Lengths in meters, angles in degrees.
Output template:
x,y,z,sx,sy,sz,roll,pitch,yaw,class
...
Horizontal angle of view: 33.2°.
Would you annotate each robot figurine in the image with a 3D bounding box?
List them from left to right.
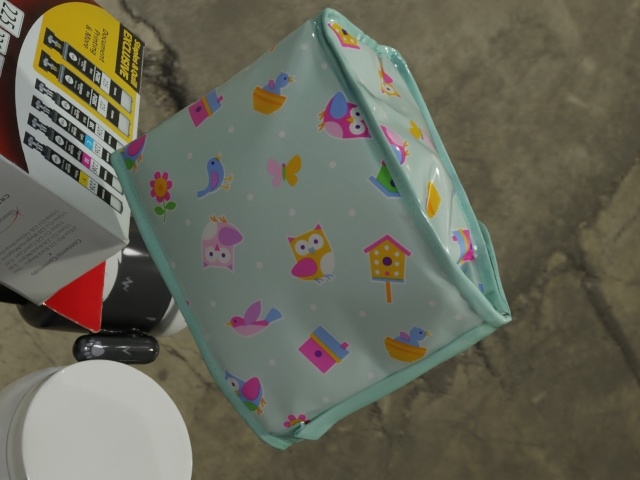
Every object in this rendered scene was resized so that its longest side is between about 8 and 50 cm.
x,y,z,sx,sy,sz,roll,pitch,yaw,class
-0.269,0.032,1.316,0.278,0.173,0.209,9,97,-38,robot figurine

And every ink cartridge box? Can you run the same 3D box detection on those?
x,y,z,sx,sy,sz,roll,pitch,yaw,class
-0.266,-0.108,1.038,0.272,0.130,0.309,38,31,-35,ink cartridge box

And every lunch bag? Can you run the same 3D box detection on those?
x,y,z,sx,sy,sz,roll,pitch,yaw,class
0.000,0.000,0.813,0.160,0.223,0.262,9,52,-64,lunch bag

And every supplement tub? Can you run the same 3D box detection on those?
x,y,z,sx,sy,sz,roll,pitch,yaw,class
-0.315,0.281,1.222,0.235,0.325,0.235,21,54,-32,supplement tub
